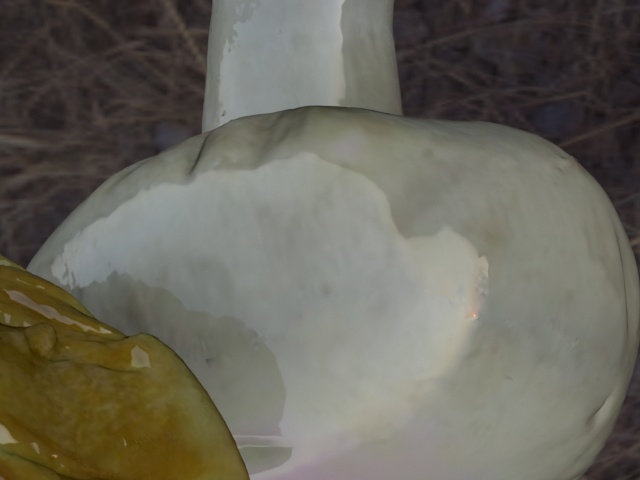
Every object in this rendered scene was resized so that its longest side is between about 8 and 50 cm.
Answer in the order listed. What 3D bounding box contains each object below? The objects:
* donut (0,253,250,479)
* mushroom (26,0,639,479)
[{"bbox_3d":[-0.170,0.172,0.661,0.360,0.170,0.360,2,93,35],"label":"donut"},{"bbox_3d":[0.018,0.026,0.816,0.315,0.315,0.356,33,100,27],"label":"mushroom"}]
